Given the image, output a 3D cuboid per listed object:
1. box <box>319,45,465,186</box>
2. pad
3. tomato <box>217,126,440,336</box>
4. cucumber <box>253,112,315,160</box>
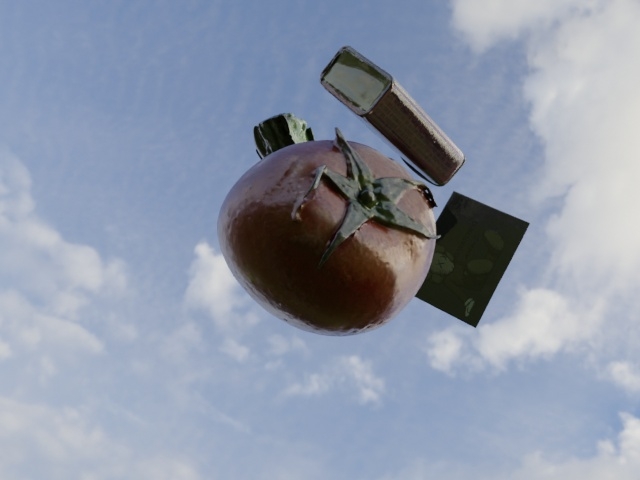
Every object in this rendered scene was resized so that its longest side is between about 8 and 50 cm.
[{"bbox_3d":[0.103,-0.163,0.788,0.069,0.120,0.224,-49,-38,10],"label":"box"},{"bbox_3d":[0.216,0.022,0.870,0.127,0.190,0.004,26,-20,20],"label":"pad"},{"bbox_3d":[0.000,0.000,0.460,0.167,0.167,0.167,6,-54,9],"label":"tomato"},{"bbox_3d":[-0.044,-0.118,0.912,0.085,0.115,0.193,-17,-62,16],"label":"cucumber"}]
